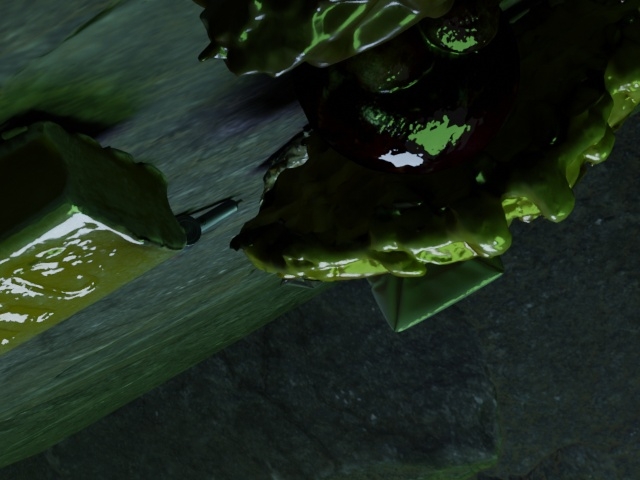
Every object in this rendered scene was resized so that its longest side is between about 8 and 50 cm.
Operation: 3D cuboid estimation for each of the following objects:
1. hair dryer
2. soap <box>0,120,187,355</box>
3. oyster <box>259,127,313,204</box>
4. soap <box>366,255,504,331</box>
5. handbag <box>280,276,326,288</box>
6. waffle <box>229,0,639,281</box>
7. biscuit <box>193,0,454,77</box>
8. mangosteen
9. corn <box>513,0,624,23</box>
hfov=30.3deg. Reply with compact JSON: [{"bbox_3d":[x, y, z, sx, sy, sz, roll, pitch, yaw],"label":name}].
[{"bbox_3d":[-0.135,-0.021,1.386,0.114,0.037,0.063,-32,178,-29],"label":"hair dryer"},{"bbox_3d":[-0.257,0.024,0.886,0.274,0.089,0.173,-29,160,17],"label":"soap"},{"bbox_3d":[-0.003,-0.087,1.310,0.165,0.053,0.108,-35,171,41],"label":"oyster"},{"bbox_3d":[0.102,-0.013,1.296,0.138,0.182,0.199,-30,177,7],"label":"soap"},{"bbox_3d":[0.000,0.000,1.710,0.182,0.117,0.270,-41,173,-1],"label":"handbag"},{"bbox_3d":[0.116,-0.092,1.044,0.382,0.095,0.380,-9,-148,46],"label":"waffle"},{"bbox_3d":[0.069,-0.201,0.513,0.268,0.115,0.366,-26,174,-16],"label":"biscuit"},{"bbox_3d":[0.069,-0.135,0.827,0.184,0.172,0.172,-53,162,26],"label":"mangosteen"},{"bbox_3d":[0.246,-0.199,1.218,0.289,0.098,0.098,-35,171,17],"label":"corn"}]
